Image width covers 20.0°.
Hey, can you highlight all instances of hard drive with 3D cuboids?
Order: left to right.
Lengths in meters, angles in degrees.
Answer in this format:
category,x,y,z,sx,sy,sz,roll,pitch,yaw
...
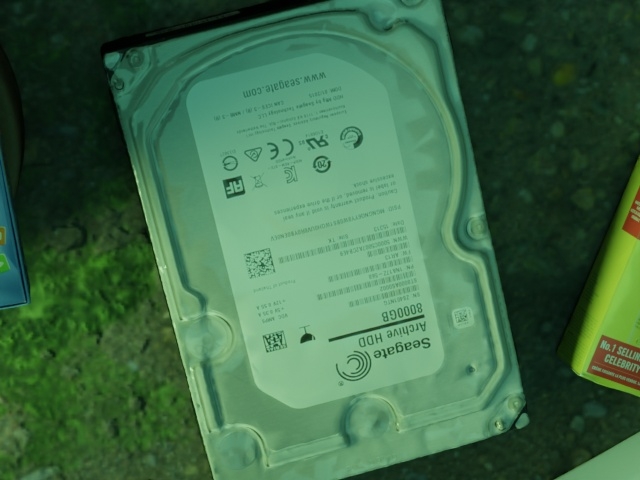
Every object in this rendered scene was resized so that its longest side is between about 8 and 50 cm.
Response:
category,x,y,z,sx,sy,sz,roll,pitch,yaw
hard drive,0.000,0.000,1.273,0.236,0.064,0.339,-14,106,-5

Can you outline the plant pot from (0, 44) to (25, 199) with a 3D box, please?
category,x,y,z,sx,sy,sz,roll,pitch,yaw
plant pot,-0.311,-0.035,1.116,0.263,0.229,0.263,-3,110,-9

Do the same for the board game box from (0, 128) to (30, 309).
category,x,y,z,sx,sy,sz,roll,pitch,yaw
board game box,-0.274,-0.026,0.979,0.211,0.039,0.160,-9,112,-5

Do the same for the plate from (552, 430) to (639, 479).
category,x,y,z,sx,sy,sz,roll,pitch,yaw
plate,0.301,0.267,1.392,0.278,0.045,0.277,-30,106,-1

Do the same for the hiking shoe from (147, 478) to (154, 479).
category,x,y,z,sx,sy,sz,roll,pitch,yaw
hiking shoe,-0.138,0.327,1.324,0.132,0.113,0.304,34,104,16

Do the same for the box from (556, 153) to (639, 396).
category,x,y,z,sx,sy,sz,roll,pitch,yaw
box,0.257,-0.002,1.313,0.087,0.058,0.232,20,100,-15
